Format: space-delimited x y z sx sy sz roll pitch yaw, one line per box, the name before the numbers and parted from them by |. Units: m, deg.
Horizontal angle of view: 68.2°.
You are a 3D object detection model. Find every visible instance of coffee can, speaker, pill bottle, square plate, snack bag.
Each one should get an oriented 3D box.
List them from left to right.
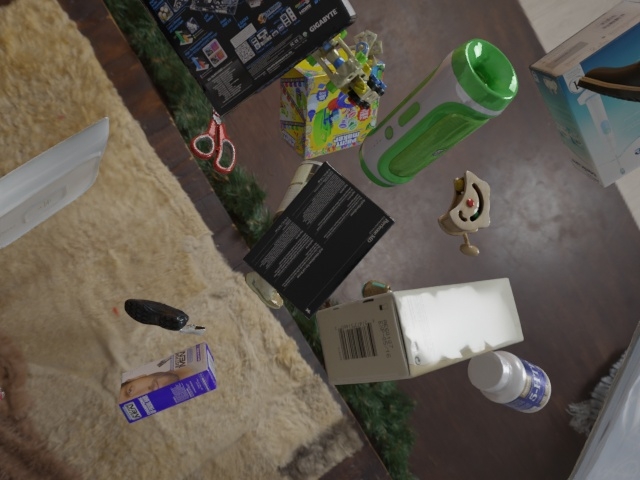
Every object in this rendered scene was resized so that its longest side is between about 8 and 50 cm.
square plate | -0.586 -0.090 0.980 0.049 0.347 0.344 50 60 -11
coffee can | -0.052 -0.156 1.925 0.201 0.201 0.276 25 65 -6
speaker | 0.188 -0.204 0.824 0.131 0.296 0.131 12 64 -25
pill bottle | 0.412 0.306 1.041 0.186 0.112 0.112 27 88 -34
snack bag | 0.460 0.177 0.580 0.342 0.037 0.324 3 110 -22

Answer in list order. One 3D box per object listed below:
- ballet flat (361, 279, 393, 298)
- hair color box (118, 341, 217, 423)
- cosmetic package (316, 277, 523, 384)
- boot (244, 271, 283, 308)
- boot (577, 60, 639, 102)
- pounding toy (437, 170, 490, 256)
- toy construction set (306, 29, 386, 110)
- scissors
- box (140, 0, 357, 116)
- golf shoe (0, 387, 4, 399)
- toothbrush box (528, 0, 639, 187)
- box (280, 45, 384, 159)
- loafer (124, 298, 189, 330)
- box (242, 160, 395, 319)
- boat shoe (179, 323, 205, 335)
ballet flat | 0.271 0.261 1.686 0.342 0.124 0.116 56 45 -32
hair color box | -0.575 0.532 1.796 0.338 0.185 0.110 -22 117 -8
cosmetic package | 0.163 0.134 0.735 0.309 0.160 0.113 0 74 -41
boot | -0.185 0.185 1.941 0.165 0.077 0.213 -27 120 26
boot | 0.433 -0.237 0.576 0.076 0.197 0.137 -6 113 -36
pounding toy | 0.469 -0.086 1.615 0.154 0.155 0.270 12 72 -15
toy construction set | 0.077 -0.465 1.255 0.215 0.327 0.151 50 124 3
scissors | -0.238 -0.277 1.118 0.108 0.021 0.297 24 46 -27
box | -0.138 -0.412 0.790 0.295 0.073 0.293 -29 105 24
golf shoe | -0.701 0.277 0.881 0.186 0.086 0.067 36 132 -16
toothbrush box | 0.609 -0.295 0.981 0.216 0.126 0.295 -35 117 14
box | 0.030 -0.459 1.569 0.289 0.177 0.279 -21 137 -25
loafer | -0.545 0.242 1.575 0.223 0.078 0.076 15 104 11
box | 0.000 0.000 0.973 0.184 0.103 0.261 42 96 6
boat shoe | -0.445 0.303 1.636 0.100 0.035 0.035 19 116 -29
